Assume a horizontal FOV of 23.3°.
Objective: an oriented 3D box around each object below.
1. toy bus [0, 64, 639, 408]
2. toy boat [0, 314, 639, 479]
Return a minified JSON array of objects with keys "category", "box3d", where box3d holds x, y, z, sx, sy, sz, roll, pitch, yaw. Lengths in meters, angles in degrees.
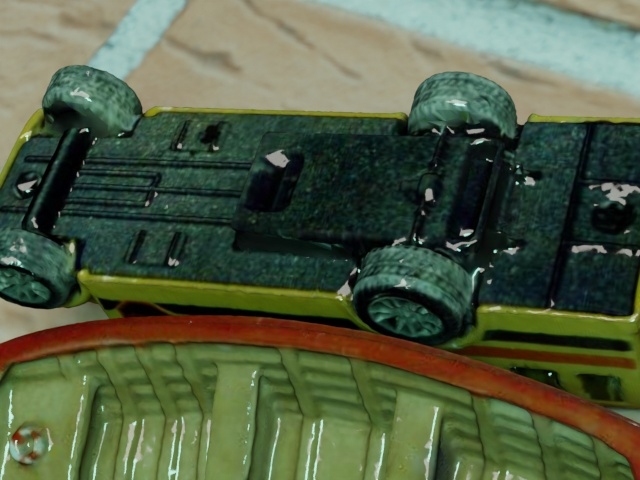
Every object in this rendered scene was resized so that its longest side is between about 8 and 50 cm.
[{"category":"toy bus","box3d":[0.000,0.000,0.741,0.335,0.123,0.121,3,58,24]},{"category":"toy boat","box3d":[0.013,0.106,0.672,0.392,0.079,0.136,4,82,25]}]
